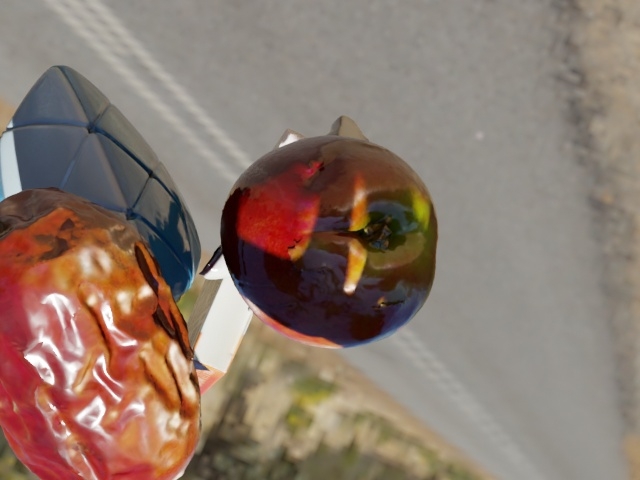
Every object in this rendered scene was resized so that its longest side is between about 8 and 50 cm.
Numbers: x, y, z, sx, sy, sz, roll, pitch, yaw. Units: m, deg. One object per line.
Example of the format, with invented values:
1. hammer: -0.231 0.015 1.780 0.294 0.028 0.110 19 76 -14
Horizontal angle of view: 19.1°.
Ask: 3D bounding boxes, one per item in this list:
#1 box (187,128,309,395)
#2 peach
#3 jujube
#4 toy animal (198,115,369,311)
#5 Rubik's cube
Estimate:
1. box: -0.090 0.037 2.027 0.048 0.265 0.273 23 165 -5
2. peach: 0.000 0.000 1.615 0.197 0.197 0.197 22 171 4
3. jujube: -0.181 0.079 1.442 0.174 0.174 0.250 10 132 53
4. toy animal: -0.026 -0.030 1.779 0.131 0.181 0.127 50 -153 11
5. Rubik's cube: -0.172 0.010 1.700 0.254 0.254 0.254 22 171 4
